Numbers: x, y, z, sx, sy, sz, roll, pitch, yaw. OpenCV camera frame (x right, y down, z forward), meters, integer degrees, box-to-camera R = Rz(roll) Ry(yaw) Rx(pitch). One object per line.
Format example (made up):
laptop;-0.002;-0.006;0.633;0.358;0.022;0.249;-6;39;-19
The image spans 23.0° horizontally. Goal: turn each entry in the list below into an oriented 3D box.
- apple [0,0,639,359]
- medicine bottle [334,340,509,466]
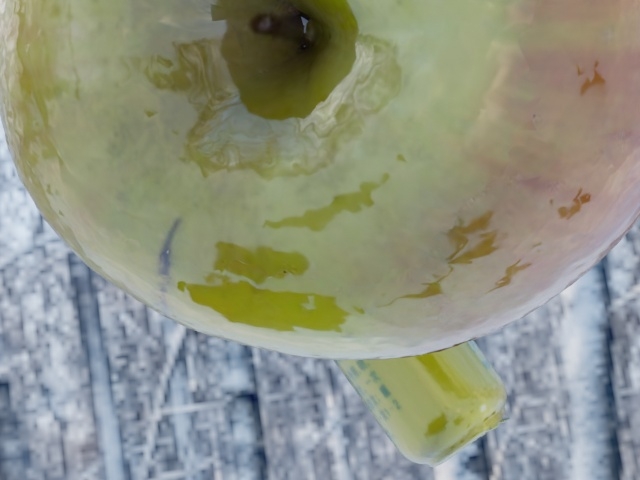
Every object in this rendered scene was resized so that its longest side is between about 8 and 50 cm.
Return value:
apple;0.012;-0.085;0.641;0.286;0.286;0.233;-13;8;17
medicine bottle;0.000;0.000;0.962;0.076;0.309;0.111;-34;-9;-16
